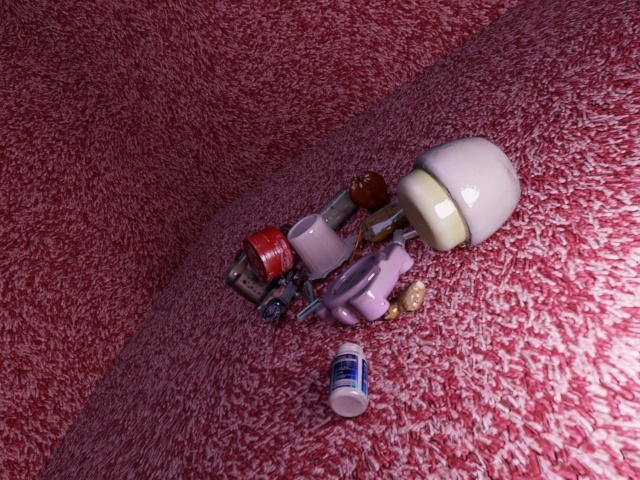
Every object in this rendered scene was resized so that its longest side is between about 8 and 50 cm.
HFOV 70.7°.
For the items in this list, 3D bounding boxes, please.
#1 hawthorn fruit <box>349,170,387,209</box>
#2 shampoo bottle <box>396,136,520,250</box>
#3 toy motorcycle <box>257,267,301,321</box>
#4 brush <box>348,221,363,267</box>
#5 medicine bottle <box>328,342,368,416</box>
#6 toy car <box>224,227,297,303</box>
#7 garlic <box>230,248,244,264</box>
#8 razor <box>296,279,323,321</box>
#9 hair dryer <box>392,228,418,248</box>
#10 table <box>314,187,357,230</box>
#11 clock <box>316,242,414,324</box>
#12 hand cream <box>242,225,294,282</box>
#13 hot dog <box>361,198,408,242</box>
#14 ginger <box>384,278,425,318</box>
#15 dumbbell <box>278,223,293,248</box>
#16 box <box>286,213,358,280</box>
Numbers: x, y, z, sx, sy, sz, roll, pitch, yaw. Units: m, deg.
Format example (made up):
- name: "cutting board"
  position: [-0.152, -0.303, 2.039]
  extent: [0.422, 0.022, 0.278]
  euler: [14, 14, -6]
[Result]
- name: "hawthorn fruit"
  position: [0.220, -0.226, 2.062]
  extent: [0.189, 0.189, 0.189]
  euler: [-36, 23, 18]
- name: "shampoo bottle"
  position: [0.420, -0.143, 1.371]
  extent: [0.317, 0.322, 0.322]
  euler: [-30, 22, -1]
- name: "toy motorcycle"
  position: [-0.183, 0.246, 1.976]
  extent: [0.173, 0.108, 0.307]
  euler: [-30, 23, 43]
- name: "brush"
  position: [0.135, 0.053, 1.844]
  extent: [0.103, 0.013, 0.272]
  euler: [98, -169, -53]
- name: "medicine bottle"
  position: [0.080, 0.384, 1.264]
  extent: [0.107, 0.107, 0.191]
  euler: [-33, 24, 23]
- name: "toy car"
  position: [-0.278, 0.122, 2.171]
  extent: [0.336, 0.242, 0.226]
  euler: [-53, 18, -19]
- name: "garlic"
  position: [-0.370, 0.120, 2.409]
  extent: [0.257, 0.207, 0.207]
  euler: [-37, 21, -4]
- name: "razor"
  position: [-0.040, 0.235, 1.834]
  extent: [0.111, 0.056, 0.278]
  euler: [-39, 15, 8]
- name: "hair dryer"
  position: [0.331, -0.016, 1.665]
  extent: [0.137, 0.047, 0.082]
  euler: [-22, 30, 28]
- name: "table"
  position: [0.067, -0.136, 2.217]
  extent: [0.220, 0.126, 0.126]
  euler: [-45, 22, -9]
- name: "clock"
  position: [0.139, 0.158, 1.529]
  extent: [0.322, 0.113, 0.295]
  euler: [-32, 15, 50]
- name: "hand cream"
  position: [-0.228, 0.058, 1.982]
  extent: [0.149, 0.230, 0.230]
  euler: [-26, 15, -22]
- name: "hot dog"
  position: [0.288, -0.091, 1.824]
  extent: [0.270, 0.082, 0.162]
  euler: [-33, 29, 8]
- name: "ginger"
  position: [0.261, 0.193, 1.372]
  extent: [0.165, 0.067, 0.096]
  euler: [-50, 19, 17]
- name: "dumbbell"
  position: [-0.196, -0.008, 2.488]
  extent: [0.092, 0.082, 0.231]
  euler: [-33, 24, 20]
- name: "box"
  position: [0.000, 0.000, 1.952]
  extent: [0.291, 0.206, 0.262]
  euler: [-36, 24, 7]
